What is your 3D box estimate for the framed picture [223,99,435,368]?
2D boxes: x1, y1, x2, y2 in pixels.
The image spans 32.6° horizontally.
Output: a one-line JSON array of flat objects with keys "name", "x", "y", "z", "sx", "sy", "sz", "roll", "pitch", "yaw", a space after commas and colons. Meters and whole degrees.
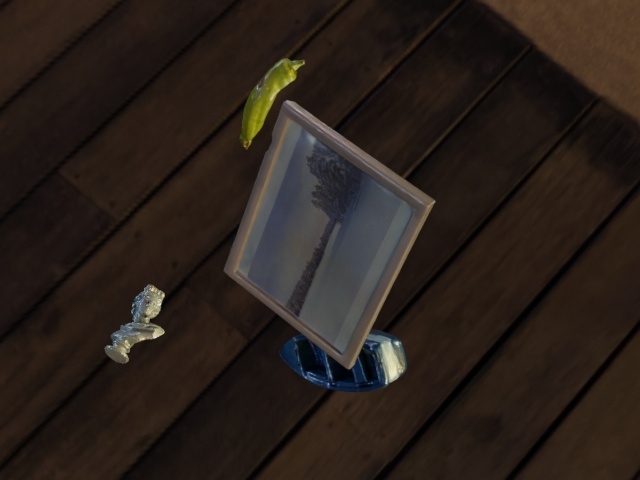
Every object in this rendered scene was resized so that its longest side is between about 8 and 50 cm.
[{"name": "framed picture", "x": 0.000, "y": 0.000, "z": 1.312, "sx": 0.213, "sy": 0.289, "sz": 0.016, "roll": 37, "pitch": 43, "yaw": 15}]

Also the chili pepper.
[{"name": "chili pepper", "x": -0.093, "y": -0.212, "z": 1.703, "sx": 0.043, "sy": 0.208, "sz": 0.049, "roll": 39, "pitch": 41, "yaw": 0}]

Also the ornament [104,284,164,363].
[{"name": "ornament", "x": -0.211, "y": 0.101, "z": 1.260, "sx": 0.068, "sy": 0.041, "sz": 0.092, "roll": -25, "pitch": 33, "yaw": 18}]

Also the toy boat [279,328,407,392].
[{"name": "toy boat", "x": 0.029, "y": 0.184, "z": 1.757, "sx": 0.062, "sy": 0.299, "sz": 0.096, "roll": -22, "pitch": 100, "yaw": -32}]
